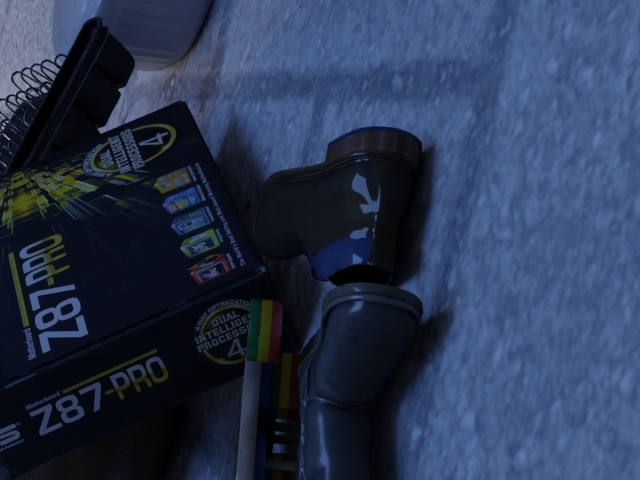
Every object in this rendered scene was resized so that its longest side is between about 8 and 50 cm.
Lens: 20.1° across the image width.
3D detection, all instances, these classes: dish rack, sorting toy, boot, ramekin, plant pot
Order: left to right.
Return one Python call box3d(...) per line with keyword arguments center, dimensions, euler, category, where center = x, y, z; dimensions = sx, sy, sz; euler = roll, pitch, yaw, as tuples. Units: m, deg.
box3d(center=(-0.312, -0.111, 1.914), dimensions=(0.271, 0.074, 0.208), euler=(-12, 47, 53), category="dish rack")
box3d(center=(-0.238, 0.214, 1.719), dimensions=(0.215, 0.215, 0.230), euler=(-128, 40, -64), category="plant pot")
box3d(center=(-0.198, -0.311, 2.002), dimensions=(0.273, 0.127, 0.273), euler=(-166, 90, -70), category="ramekin")
box3d(center=(-0.041, 0.160, 1.386), dimensions=(0.274, 0.046, 0.132), euler=(100, 174, -61), category="sorting toy")
box3d(center=(0.000, 0.000, 1.362), dimensions=(0.219, 0.082, 0.106), euler=(-37, 41, 57), category="boot")
box3d(center=(0.017, 0.153, 1.235), dimensions=(0.189, 0.076, 0.208), euler=(111, 170, -60), category="boot")

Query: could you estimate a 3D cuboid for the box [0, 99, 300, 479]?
box3d(center=(-0.216, 0.038, 1.605), dimensions=(0.395, 0.318, 0.097), euler=(-117, 3, -61), category="box")
